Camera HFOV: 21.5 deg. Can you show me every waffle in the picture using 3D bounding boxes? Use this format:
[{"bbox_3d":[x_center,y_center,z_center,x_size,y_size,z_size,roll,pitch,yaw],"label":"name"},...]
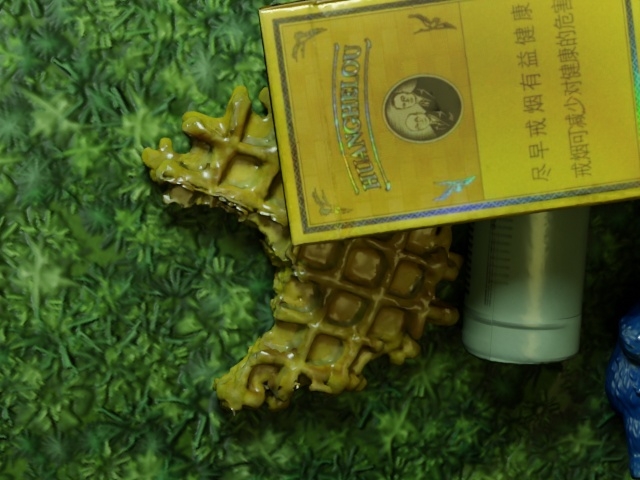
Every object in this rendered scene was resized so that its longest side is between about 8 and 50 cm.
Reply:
[{"bbox_3d":[0.000,0.000,1.444,0.259,0.069,0.293,-21,106,-7],"label":"waffle"}]

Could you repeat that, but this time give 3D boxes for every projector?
[{"bbox_3d":[0.183,-0.066,1.452,0.108,0.108,0.338,1,101,-13],"label":"projector"}]

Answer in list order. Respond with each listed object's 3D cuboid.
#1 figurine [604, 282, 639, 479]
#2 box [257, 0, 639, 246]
[{"bbox_3d":[0.316,0.090,1.515,0.164,0.120,0.262,22,72,-41],"label":"figurine"},{"bbox_3d":[0.111,-0.113,1.345,0.301,0.084,0.193,-8,98,1],"label":"box"}]
